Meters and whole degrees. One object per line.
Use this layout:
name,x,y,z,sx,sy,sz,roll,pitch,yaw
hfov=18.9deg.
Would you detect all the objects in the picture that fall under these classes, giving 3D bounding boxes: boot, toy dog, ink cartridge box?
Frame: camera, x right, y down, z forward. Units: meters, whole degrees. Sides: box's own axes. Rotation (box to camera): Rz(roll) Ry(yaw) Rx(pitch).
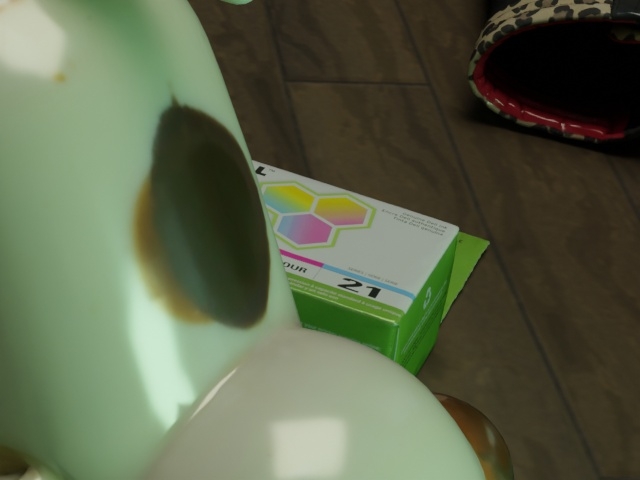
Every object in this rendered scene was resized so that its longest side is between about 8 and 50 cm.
boot,0.307,-0.195,1.617,0.377,0.138,0.284,6,32,11
toy dog,-0.084,0.053,0.977,0.408,0.395,0.284,51,26,2
ink cartridge box,0.000,0.000,1.300,0.189,0.097,0.255,18,35,13
